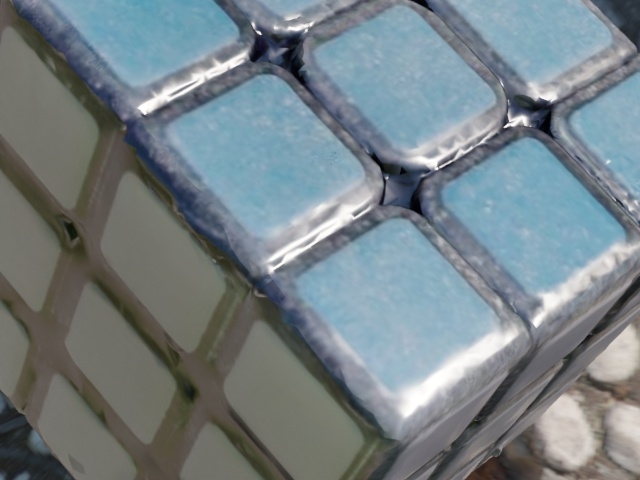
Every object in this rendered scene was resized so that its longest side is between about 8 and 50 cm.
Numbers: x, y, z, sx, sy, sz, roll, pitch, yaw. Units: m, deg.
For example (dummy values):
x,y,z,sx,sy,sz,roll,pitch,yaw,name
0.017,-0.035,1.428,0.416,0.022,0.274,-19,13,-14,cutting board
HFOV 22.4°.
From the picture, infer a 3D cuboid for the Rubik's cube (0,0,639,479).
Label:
x,y,z,sx,sy,sz,roll,pitch,yaw,name
0.000,0.000,0.920,0.305,0.304,0.301,-33,73,-34,Rubik's cube
